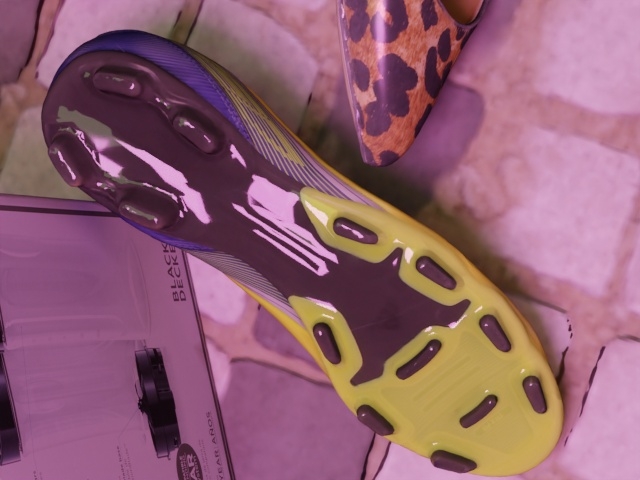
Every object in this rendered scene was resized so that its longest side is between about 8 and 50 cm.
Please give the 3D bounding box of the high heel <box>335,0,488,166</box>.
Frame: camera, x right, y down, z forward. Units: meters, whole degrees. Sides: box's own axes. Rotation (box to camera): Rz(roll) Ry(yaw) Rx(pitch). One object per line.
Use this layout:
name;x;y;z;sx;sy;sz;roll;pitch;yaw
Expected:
high heel;0.109;-0.152;0.766;0.186;0.093;0.261;9;83;26

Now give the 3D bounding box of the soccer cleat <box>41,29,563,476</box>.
soccer cleat;0.000;-0.001;0.808;0.289;0.121;0.093;37;109;-4

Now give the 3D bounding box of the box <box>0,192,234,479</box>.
box;-0.145;0.068;0.756;0.087;0.290;0.169;-15;85;19
